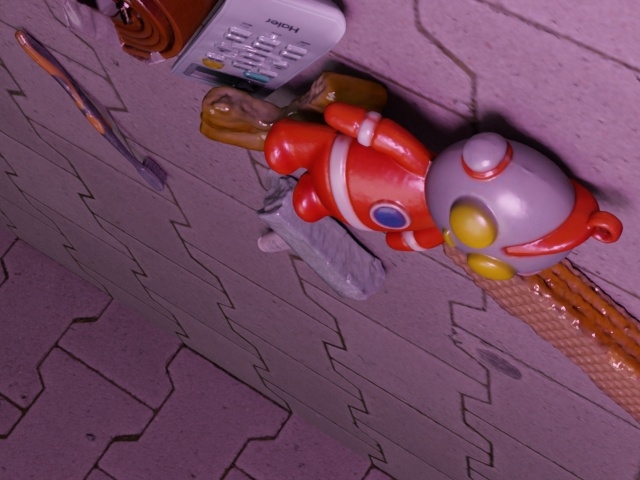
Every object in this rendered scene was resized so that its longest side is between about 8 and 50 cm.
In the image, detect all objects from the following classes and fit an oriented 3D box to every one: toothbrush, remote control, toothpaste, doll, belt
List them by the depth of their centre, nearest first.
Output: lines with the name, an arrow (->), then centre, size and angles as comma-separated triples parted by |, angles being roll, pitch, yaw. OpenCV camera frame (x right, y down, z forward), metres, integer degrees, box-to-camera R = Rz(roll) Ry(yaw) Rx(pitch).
doll -> 0.106, -0.036, 1.054 | 0.336, 0.105, 0.200 | 12, 148, 32
belt -> -0.208, -0.271, 1.078 | 0.261, 0.105, 0.184 | 32, 163, 8
remote control -> -0.063, -0.186, 1.107 | 0.103, 0.051, 0.293 | 16, 169, -16
toothpaste -> -0.040, -0.004, 1.611 | 0.048, 0.031, 0.190 | 44, 159, -16
toothbrush -> -0.321, -0.179, 1.683 | 0.023, 0.031, 0.321 | -15, 134, 33

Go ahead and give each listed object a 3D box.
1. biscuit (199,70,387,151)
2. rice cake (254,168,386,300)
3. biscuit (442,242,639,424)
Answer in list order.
biscuit -> -0.031, -0.123, 1.150 | 0.183, 0.039, 0.174 | 9, 164, 2
rice cake -> 0.000, 0.000, 1.478 | 0.206, 0.063, 0.069 | 46, 159, -31
biscuit -> 0.270, 0.089, 1.200 | 0.379, 0.054, 0.094 | 39, 162, -11
